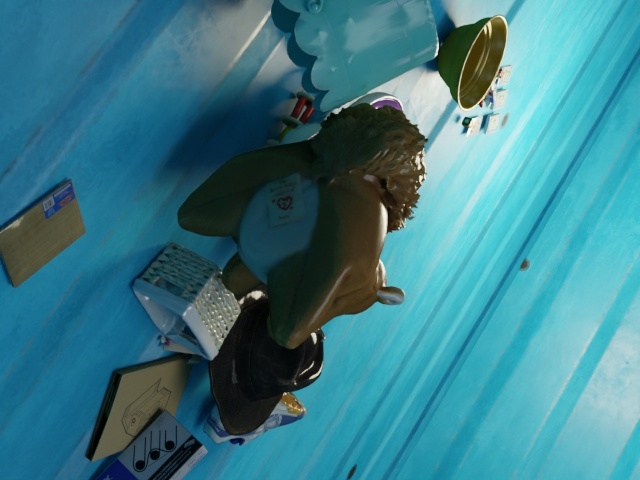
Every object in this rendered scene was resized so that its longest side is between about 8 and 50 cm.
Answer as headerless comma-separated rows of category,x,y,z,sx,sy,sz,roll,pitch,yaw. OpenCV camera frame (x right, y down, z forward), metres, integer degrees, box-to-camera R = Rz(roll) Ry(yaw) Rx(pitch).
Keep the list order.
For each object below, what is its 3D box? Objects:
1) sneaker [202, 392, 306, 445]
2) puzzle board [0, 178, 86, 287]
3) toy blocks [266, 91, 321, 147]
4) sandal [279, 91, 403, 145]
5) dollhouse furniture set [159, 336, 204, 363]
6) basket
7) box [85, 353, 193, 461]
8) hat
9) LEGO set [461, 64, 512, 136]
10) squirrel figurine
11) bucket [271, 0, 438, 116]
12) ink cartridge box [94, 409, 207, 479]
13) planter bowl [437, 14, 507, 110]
sneaker,-0.139,0.350,1.924,0.131,0.112,0.296,-51,152,8
puzzle board,-0.360,-0.010,1.219,0.128,0.011,0.096,-45,149,-35
toy blocks,-0.023,-0.200,1.637,0.148,0.054,0.123,-58,154,-11
sandal,0.059,-0.147,1.660,0.416,0.102,0.169,-31,140,-52
dollhouse furniture set,-0.232,0.144,1.616,0.091,0.081,0.114,135,-36,-64
basket,-0.206,0.096,1.501,0.103,0.113,0.167,-55,154,-22
box,-0.302,0.279,1.606,0.201,0.021,0.164,-6,120,-62
hat,-0.069,0.207,1.720,0.331,0.134,0.331,7,90,-67
LEGO set,0.433,-0.344,2.384,0.244,0.060,0.182,-20,128,-56
squirrel figurine,0.041,-0.017,1.442,0.397,0.281,0.370,-51,151,-1
bucket,0.029,-0.327,1.299,0.183,0.281,0.281,-24,149,-2
ink cartridge box,-0.299,0.396,1.597,0.207,0.097,0.046,-45,156,-18
planter bowl,0.316,-0.398,2.056,0.217,0.090,0.217,-43,148,-36
